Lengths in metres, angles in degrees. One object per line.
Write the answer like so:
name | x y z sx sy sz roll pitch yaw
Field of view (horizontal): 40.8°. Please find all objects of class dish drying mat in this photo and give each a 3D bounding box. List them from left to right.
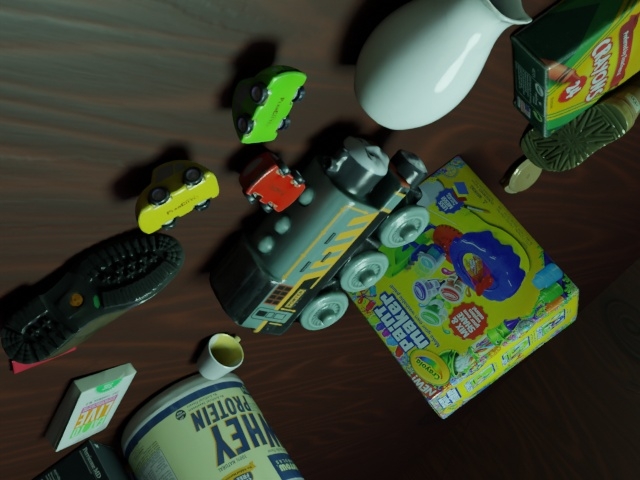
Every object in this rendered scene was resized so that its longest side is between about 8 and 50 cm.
dish drying mat | -0.353 0.145 1.100 0.083 0.008 0.032 -21 151 -28

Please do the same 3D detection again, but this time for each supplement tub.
supplement tub | -0.161 0.407 1.430 0.235 0.325 0.235 -30 155 -16

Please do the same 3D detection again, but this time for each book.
book | -0.338 0.243 1.269 0.096 0.035 0.144 -15 147 -46

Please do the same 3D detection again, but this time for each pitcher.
pitcher | 0.134 -0.232 0.955 0.207 0.125 0.177 -42 -158 42

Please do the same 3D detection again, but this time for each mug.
mug | -0.159 0.190 1.375 0.078 0.062 0.064 -1 146 -42

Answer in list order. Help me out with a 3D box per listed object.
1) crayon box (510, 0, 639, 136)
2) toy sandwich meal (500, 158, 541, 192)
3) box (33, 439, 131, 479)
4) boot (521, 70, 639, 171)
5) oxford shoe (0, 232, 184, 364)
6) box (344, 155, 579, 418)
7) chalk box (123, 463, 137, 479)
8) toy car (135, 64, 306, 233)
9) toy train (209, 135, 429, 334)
crayon box | 0.428 -0.309 1.242 0.319 0.081 0.202 -37 155 -1
toy sandwich meal | 0.363 -0.121 1.551 0.086 0.029 0.085 -25 142 -22
box | -0.365 0.483 1.372 0.184 0.261 0.103 -36 155 -1
boot | 0.495 -0.232 1.442 0.269 0.089 0.236 -39 -169 -31
oxford shoe | -0.264 0.064 1.015 0.227 0.082 0.096 -31 174 -12
box | 0.209 0.078 1.382 0.279 0.290 0.177 -38 155 0
chalk box | -0.338 0.517 1.552 0.289 0.179 0.180 -13 148 -46
toy car | -0.085 -0.111 0.951 0.239 0.053 0.225 -13 146 -43
toy train | 0.000 0.000 1.170 0.190 0.142 0.334 14 125 -48
